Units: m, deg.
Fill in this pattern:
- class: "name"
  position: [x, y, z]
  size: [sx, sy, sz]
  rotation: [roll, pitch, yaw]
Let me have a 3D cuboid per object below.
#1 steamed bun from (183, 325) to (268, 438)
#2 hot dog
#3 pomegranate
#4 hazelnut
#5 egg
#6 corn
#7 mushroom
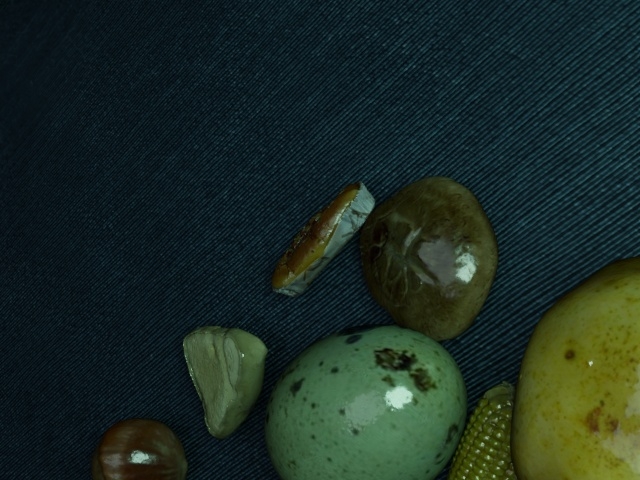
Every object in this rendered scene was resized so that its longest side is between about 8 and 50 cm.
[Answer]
- class: "steamed bun"
  position: [-0.167, 0.257, 1.500]
  size: [0.212, 0.110, 0.231]
  rotation: [-36, 67, 46]
- class: "hot dog"
  position: [0.000, 0.000, 1.401]
  size: [0.075, 0.144, 0.268]
  rotation: [40, 106, -7]
- class: "pomegranate"
  position: [0.436, 0.209, 0.908]
  size: [0.416, 0.416, 0.417]
  rotation: [-5, 82, 35]
- class: "hazelnut"
  position: [-0.377, 0.476, 1.594]
  size: [0.214, 0.176, 0.214]
  rotation: [3, 111, 7]
- class: "egg"
  position: [0.069, 0.280, 1.211]
  size: [0.379, 0.287, 0.288]
  rotation: [-51, 58, 36]
- class: "corn"
  position: [0.252, 0.401, 1.166]
  size: [0.144, 0.144, 0.387]
  rotation: [26, 98, 35]
- class: "mushroom"
  position: [0.172, 0.029, 1.262]
  size: [0.278, 0.146, 0.278]
  rotation: [-8, 79, 42]
